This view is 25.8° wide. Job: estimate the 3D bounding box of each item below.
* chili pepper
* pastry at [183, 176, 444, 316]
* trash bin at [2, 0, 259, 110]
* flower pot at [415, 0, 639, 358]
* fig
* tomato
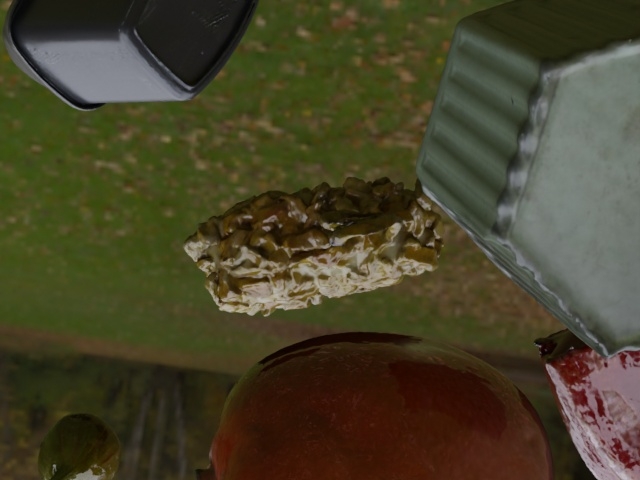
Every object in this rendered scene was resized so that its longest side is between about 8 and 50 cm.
[{"bbox_3d":[0.293,0.166,1.249,0.136,0.253,0.144,-11,-162,45],"label":"chili pepper"},{"bbox_3d":[0.000,0.000,1.339,0.250,0.102,0.154,-16,149,24],"label":"pastry"},{"bbox_3d":[-0.229,-0.263,1.620,0.290,0.209,0.182,9,150,48],"label":"trash bin"},{"bbox_3d":[0.197,-0.056,0.962,0.239,0.209,0.189,45,-178,-21],"label":"flower pot"},{"bbox_3d":[-0.231,0.208,1.314,0.084,0.082,0.098,-23,-170,6],"label":"fig"},{"bbox_3d":[0.048,0.235,1.003,0.272,0.341,0.341,-3,174,-5],"label":"tomato"}]
